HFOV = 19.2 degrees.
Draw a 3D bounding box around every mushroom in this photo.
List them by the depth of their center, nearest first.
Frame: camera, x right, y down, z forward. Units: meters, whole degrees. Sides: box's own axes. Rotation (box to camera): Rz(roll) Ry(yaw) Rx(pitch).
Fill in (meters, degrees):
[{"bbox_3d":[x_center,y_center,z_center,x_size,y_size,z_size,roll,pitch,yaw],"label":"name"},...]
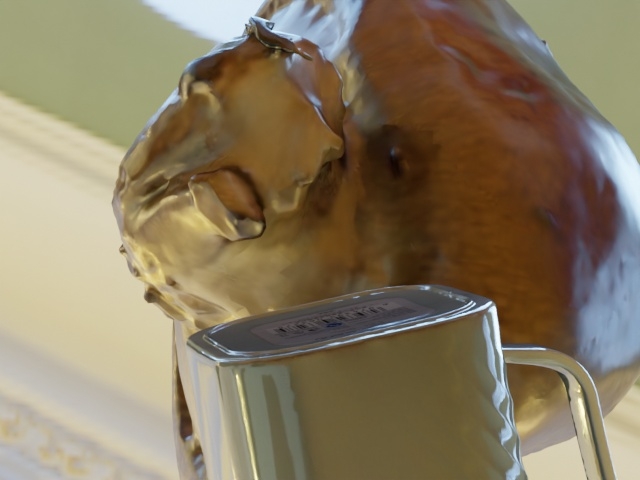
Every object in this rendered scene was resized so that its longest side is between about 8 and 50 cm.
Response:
[{"bbox_3d":[0.000,0.000,0.901,0.260,0.345,0.345,12,-147,-23],"label":"mushroom"}]

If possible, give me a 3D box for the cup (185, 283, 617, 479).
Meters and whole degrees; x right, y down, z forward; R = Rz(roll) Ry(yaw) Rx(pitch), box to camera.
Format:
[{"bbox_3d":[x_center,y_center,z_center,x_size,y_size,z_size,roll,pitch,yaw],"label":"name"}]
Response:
[{"bbox_3d":[0.031,0.082,0.575,0.128,0.129,0.095,-12,-172,-13],"label":"cup"}]
